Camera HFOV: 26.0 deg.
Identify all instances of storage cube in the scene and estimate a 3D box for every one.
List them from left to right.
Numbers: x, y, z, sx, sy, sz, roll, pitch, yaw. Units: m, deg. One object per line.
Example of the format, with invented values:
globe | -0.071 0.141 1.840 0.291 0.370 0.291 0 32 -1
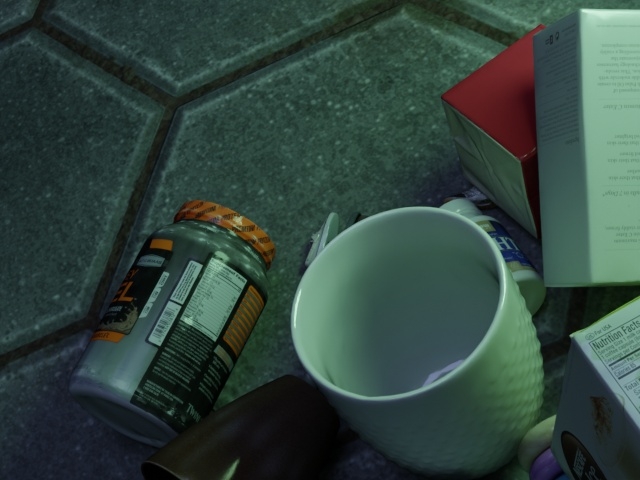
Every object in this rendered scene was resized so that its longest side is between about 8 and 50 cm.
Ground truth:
storage cube | 0.315 -0.157 1.997 0.193 0.183 0.215 -36 50 -12

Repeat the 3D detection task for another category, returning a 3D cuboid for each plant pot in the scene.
plant pot | -0.088 0.297 1.888 0.215 0.215 0.230 26 60 37

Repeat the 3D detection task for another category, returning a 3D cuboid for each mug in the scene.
mug | 0.125 0.131 1.804 0.276 0.328 0.374 -37 49 -3

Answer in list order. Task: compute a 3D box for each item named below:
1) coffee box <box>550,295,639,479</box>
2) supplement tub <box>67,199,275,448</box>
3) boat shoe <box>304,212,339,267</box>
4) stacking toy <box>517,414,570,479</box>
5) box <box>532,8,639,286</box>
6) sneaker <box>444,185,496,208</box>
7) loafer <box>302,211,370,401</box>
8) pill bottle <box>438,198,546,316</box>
coffee box | 0.480 0.217 1.483 0.338 0.337 0.334 -28 63 -10
supplement tub | -0.209 0.122 2.052 0.207 0.207 0.338 11 62 32
boat shoe | 0.000 0.000 2.152 0.035 0.035 0.100 7 67 26
stacking toy | 0.353 0.370 1.665 0.141 0.141 0.330 -24 55 9
box | 0.410 -0.114 1.798 0.215 0.168 0.345 -1 87 -12
sneaker | 0.229 -0.065 2.091 0.083 0.032 0.037 -4 49 12
loafer | 0.052 0.106 2.021 0.095 0.109 0.302 11 68 11
pill bottle | 0.228 0.030 1.967 0.112 0.112 0.186 -33 50 1
